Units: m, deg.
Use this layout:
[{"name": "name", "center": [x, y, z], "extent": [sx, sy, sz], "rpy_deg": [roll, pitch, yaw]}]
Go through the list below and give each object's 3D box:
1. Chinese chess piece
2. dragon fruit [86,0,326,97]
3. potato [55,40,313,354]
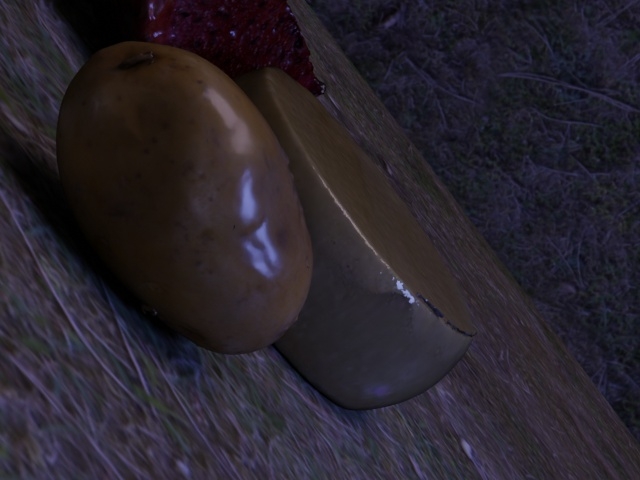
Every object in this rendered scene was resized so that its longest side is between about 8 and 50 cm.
[{"name": "Chinese chess piece", "center": [0.000, 0.000, 1.223], "extent": [0.251, 0.097, 0.251], "rpy_deg": [51, 10, -12]}, {"name": "dragon fruit", "center": [-0.106, -0.173, 1.288], "extent": [0.161, 0.126, 0.274], "rpy_deg": [48, -8, 29]}, {"name": "potato", "center": [-0.067, -0.017, 0.921], "extent": [0.178, 0.118, 0.109], "rpy_deg": [63, 38, -32]}]
